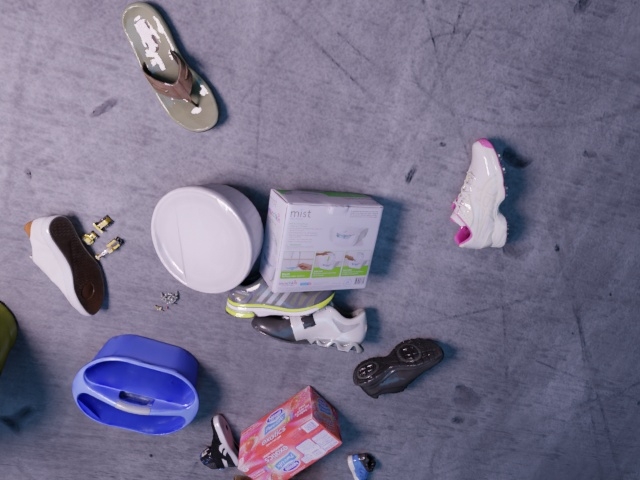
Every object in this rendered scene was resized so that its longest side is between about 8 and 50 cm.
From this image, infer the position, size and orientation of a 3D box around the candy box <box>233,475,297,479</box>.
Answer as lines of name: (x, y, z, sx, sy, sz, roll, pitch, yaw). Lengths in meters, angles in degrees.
candy box: (-0.133, 0.854, 1.527, 0.317, 0.183, 0.087, 9, 76, -10)

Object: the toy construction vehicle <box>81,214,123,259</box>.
toy construction vehicle: (-0.566, -0.005, 1.200, 0.098, 0.035, 0.086, -33, 112, 9)

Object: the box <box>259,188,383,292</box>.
box: (0.000, 0.000, 1.159, 0.262, 0.127, 0.231, -1, 112, -26)

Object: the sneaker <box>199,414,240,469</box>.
sneaker: (-0.341, 0.662, 1.485, 0.121, 0.079, 0.216, -17, 115, 1)

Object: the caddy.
caddy: (-0.511, 0.422, 1.313, 0.341, 0.179, 0.241, 19, 109, -13)

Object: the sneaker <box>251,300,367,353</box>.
sneaker: (-0.026, 0.219, 1.316, 0.331, 0.122, 0.146, 9, 97, -10)

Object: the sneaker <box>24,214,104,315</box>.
sneaker: (-0.664, 0.067, 1.203, 0.123, 0.106, 0.290, -2, 116, 20)

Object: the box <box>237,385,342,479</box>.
box: (-0.097, 0.623, 1.457, 0.300, 0.142, 0.154, -38, 111, 11)

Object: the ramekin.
ramekin: (-0.264, -0.016, 1.134, 0.273, 0.127, 0.272, 7, 113, 17)

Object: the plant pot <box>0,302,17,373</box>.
plant pot: (-0.951, 0.302, 1.125, 0.367, 0.353, 0.366, -2, 114, -5)

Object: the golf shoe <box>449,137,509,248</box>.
golf shoe: (0.407, -0.108, 1.206, 0.140, 0.115, 0.306, -12, 113, 4)

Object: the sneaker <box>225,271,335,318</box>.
sneaker: (-0.108, 0.131, 1.234, 0.300, 0.111, 0.121, -5, 108, -6)

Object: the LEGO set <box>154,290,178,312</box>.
LEGO set: (-0.430, 0.173, 1.296, 0.054, 0.023, 0.083, 25, 109, -15)

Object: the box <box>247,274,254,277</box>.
box: (-0.122, 0.136, 1.306, 0.162, 0.029, 0.116, -17, 113, 1)

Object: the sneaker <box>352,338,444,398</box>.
sneaker: (0.248, 0.398, 1.424, 0.286, 0.109, 0.130, -25, 120, 16)

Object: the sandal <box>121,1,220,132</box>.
sandal: (-0.343, -0.374, 1.033, 0.120, 0.086, 0.302, -29, 113, 8)

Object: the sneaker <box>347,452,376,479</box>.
sneaker: (0.158, 0.799, 1.602, 0.085, 0.058, 0.152, -18, 107, 12)
